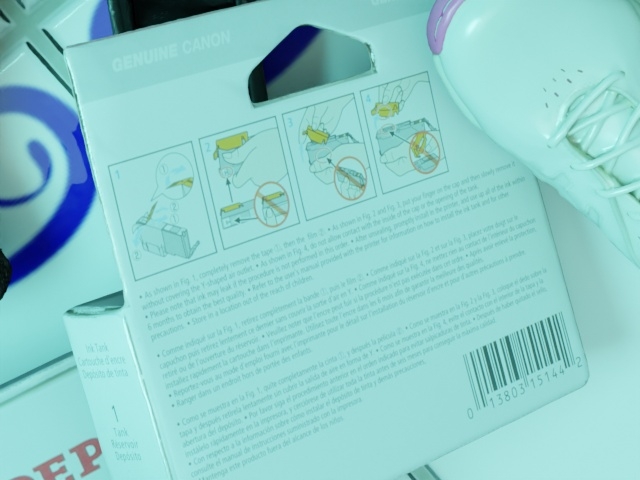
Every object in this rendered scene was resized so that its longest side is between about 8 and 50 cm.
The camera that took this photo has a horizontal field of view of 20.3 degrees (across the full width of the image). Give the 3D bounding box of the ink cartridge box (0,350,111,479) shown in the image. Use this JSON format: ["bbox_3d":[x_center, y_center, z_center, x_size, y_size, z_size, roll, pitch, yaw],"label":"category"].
[{"bbox_3d":[-0.140,0.278,0.955,0.285,0.166,0.395,-26,94,-30],"label":"ink cartridge box"}]

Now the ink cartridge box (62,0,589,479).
[{"bbox_3d":[0.000,0.000,0.948,0.296,0.066,0.261,-19,98,-39],"label":"ink cartridge box"}]

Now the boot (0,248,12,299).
[{"bbox_3d":[-0.205,-0.074,0.925,0.347,0.131,0.260,-9,106,25],"label":"boot"}]

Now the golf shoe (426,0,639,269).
[{"bbox_3d":[0.183,-0.044,0.960,0.306,0.140,0.115,33,106,-34],"label":"golf shoe"}]

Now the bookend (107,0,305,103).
[{"bbox_3d":[-0.036,-0.119,0.985,0.156,0.072,0.157,-8,110,-3],"label":"bookend"}]
